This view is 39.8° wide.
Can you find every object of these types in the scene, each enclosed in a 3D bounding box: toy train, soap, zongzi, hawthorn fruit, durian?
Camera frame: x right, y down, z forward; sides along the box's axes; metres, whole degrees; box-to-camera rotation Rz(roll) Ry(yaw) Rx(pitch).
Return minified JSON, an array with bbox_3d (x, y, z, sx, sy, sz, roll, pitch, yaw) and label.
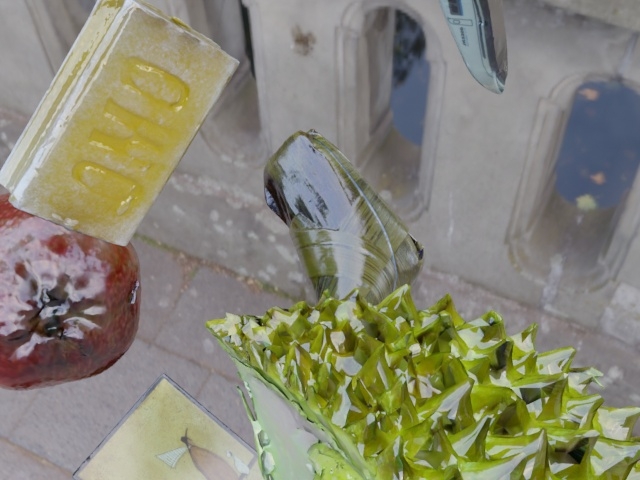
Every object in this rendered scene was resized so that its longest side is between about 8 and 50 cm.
[{"bbox_3d":[0.114,-0.200,0.697,0.048,0.252,0.055,6,60,21],"label":"toy train"},{"bbox_3d":[-0.238,-0.142,1.049,0.274,0.173,0.089,-57,43,12],"label":"soap"},{"bbox_3d":[0.000,0.000,1.196,0.286,0.138,0.300,49,31,0],"label":"zongzi"},{"bbox_3d":[-0.431,0.054,1.335,0.284,0.285,0.369,-31,40,-17],"label":"hawthorn fruit"},{"bbox_3d":[0.074,0.180,0.362,0.158,0.169,0.352,-20,96,-49],"label":"durian"}]

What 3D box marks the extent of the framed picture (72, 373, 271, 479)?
[{"bbox_3d":[-0.239,0.440,1.608,0.338,0.014,0.255,41,56,1],"label":"framed picture"}]
